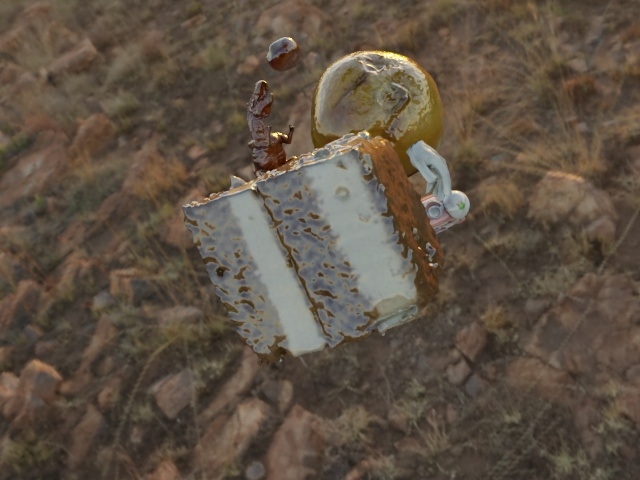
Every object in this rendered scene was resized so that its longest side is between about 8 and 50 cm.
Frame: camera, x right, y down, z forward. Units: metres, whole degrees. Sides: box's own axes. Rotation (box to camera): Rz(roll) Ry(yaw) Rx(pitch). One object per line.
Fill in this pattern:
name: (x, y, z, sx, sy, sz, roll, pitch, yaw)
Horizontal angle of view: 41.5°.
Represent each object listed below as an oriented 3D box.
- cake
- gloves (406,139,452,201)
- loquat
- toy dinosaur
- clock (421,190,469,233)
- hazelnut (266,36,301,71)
cake: (0.000, 0.000, 1.206, 0.290, 0.282, 0.255, -23, 8, 16)
gloves: (0.110, -0.076, 0.862, 0.037, 0.044, 0.081, -33, 75, 33)
loquat: (0.105, -0.227, 1.657, 0.276, 0.284, 0.276, 7, 62, -14)
toy dinosaur: (-0.091, -0.127, 1.852, 0.097, 0.432, 0.208, -21, 34, -29)
clock: (0.262, -0.064, 1.966, 0.166, 0.092, 0.162, -23, -5, 4)
hazelnut: (-0.092, -0.460, 2.090, 0.086, 0.086, 0.086, -18, 37, 14)
